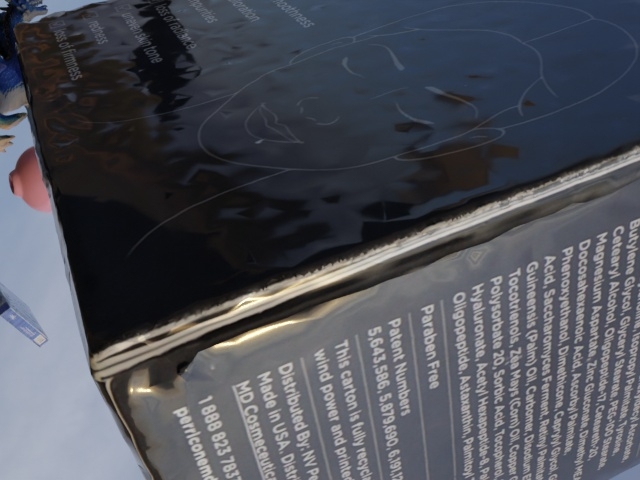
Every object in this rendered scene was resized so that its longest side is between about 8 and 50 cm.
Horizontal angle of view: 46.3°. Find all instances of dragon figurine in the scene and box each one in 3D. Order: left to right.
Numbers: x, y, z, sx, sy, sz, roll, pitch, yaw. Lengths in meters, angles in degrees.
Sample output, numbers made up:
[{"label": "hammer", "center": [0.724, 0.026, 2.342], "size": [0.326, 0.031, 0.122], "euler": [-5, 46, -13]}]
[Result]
[{"label": "dragon figurine", "center": [-0.416, -0.192, 0.917], "size": [0.085, 0.144, 0.289], "euler": [-37, -164, 51]}]

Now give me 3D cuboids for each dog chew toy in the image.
[{"label": "dog chew toy", "center": [-0.425, -0.138, 1.447], "size": [0.206, 0.332, 0.207], "euler": [31, -53, 51]}]

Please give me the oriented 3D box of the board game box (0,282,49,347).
[{"label": "board game box", "center": [-0.436, 0.101, 1.070], "size": [0.020, 0.090, 0.090], "euler": [-40, -132, -10]}]

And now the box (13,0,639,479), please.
[{"label": "box", "center": [0.050, -0.039, 0.614], "size": [0.480, 0.471, 0.297], "euler": [-126, -161, -50]}]

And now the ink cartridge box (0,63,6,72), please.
[{"label": "ink cartridge box", "center": [-0.460, -0.158, 0.704], "size": [0.311, 0.065, 0.186], "euler": [23, -119, 29]}]
